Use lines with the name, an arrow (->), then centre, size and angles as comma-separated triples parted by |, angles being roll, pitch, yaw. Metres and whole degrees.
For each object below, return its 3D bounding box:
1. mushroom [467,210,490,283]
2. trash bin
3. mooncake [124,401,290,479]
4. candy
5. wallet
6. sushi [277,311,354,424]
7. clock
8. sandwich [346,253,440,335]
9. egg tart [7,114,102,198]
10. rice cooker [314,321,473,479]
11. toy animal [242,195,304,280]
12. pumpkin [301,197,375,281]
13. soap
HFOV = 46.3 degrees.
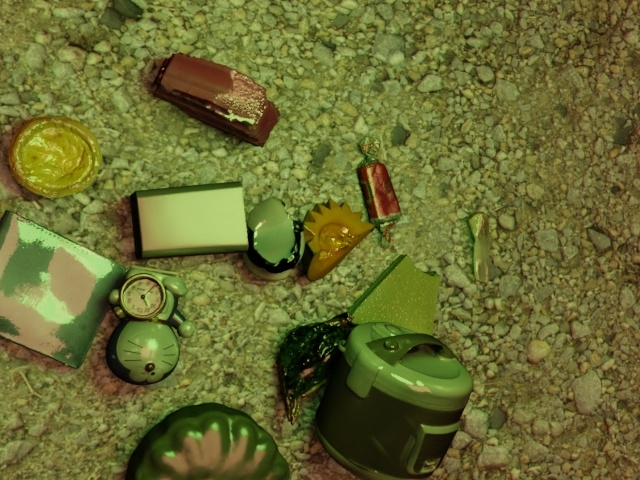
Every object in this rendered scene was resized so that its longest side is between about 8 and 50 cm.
mushroom -> 0.442, 0.020, 2.075 | 0.059, 0.054, 0.202 | -9, 96, -19
trash bin -> -0.299, -0.045, 1.699 | 0.240, 0.122, 0.164 | -4, 89, -22
mooncake -> -0.248, 0.542, 1.652 | 0.356, 0.194, 0.357 | 2, 86, -25
candy -> 0.152, -0.125, 1.940 | 0.086, 0.059, 0.292 | -17, 93, -23
wallet -> -0.590, 0.105, 1.593 | 0.290, 0.054, 0.251 | 28, 78, -22
sushi -> -0.035, 0.281, 1.789 | 0.149, 0.140, 0.287 | 47, 69, -23
clock -> -0.375, 0.194, 1.638 | 0.199, 0.146, 0.244 | 12, 78, -18
sandwich -> 0.190, 0.136, 1.948 | 0.244, 0.063, 0.212 | 15, 78, -24
egg tart -> -0.569, -0.177, 1.605 | 0.191, 0.074, 0.191 | 1, 87, -23
rice cooker -> 0.178, 0.366, 1.746 | 0.335, 0.335, 0.325 | 15, 106, -23
toy animal -> -0.110, 0.008, 1.749 | 0.138, 0.179, 0.166 | 11, 69, -6
pumpkin -> 0.000, 0.000, 1.854 | 0.130, 0.149, 0.254 | 45, 40, 16
soap -> -0.250, -0.326, 1.702 | 0.289, 0.182, 0.112 | 23, 78, 12
